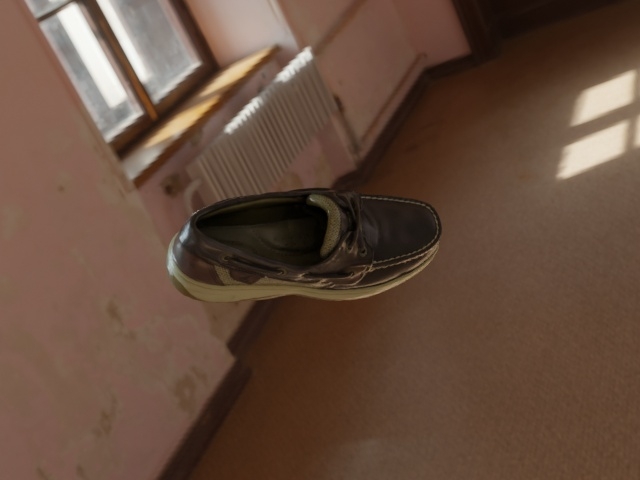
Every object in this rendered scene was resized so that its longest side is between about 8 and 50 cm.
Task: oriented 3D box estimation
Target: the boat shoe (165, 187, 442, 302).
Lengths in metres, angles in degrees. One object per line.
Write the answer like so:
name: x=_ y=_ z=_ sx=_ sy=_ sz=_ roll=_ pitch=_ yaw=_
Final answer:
boat shoe: x=-0.001 y=-0.001 z=0.678 sx=0.223 sy=0.080 sz=0.073 roll=-6 pitch=-22 yaw=-22
